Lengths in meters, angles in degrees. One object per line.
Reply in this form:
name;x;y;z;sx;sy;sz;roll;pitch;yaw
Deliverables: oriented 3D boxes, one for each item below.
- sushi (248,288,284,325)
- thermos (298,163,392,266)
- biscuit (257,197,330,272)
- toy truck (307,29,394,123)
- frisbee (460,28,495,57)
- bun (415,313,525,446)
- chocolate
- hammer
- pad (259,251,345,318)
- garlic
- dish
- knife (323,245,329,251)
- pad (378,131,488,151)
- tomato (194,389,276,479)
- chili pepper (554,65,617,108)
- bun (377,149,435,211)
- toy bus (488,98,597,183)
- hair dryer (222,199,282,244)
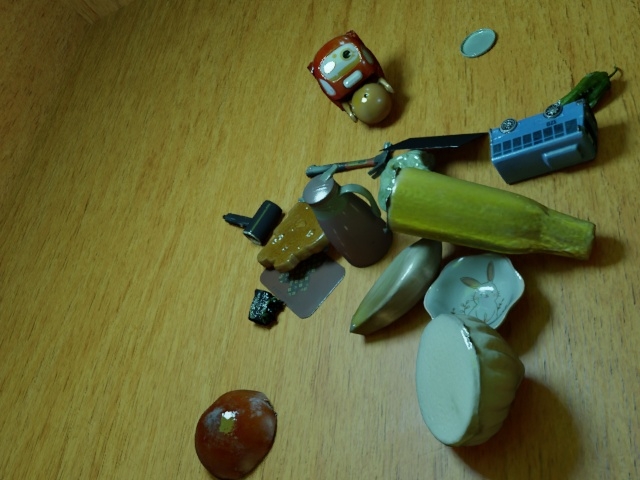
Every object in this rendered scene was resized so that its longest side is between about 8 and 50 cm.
sushi;-0.151;0.184;1.912;0.085;0.056;0.083;9;63;43
thermos;0.071;-0.063;1.782;0.176;0.265;0.146;-14;49;28
biscuit;-0.048;-0.036;2.002;0.284;0.043;0.306;-16;40;43
toy truck;0.104;-0.472;2.104;0.189;0.265;0.239;-38;31;9
frisbee;0.464;-0.581;2.080;0.110;0.014;0.110;-22;45;23
bun;0.313;0.272;1.387;0.263;0.175;0.263;-176;90;-72
chocolate;0.367;-0.040;1.551;0.445;0.162;0.162;15;65;17
hammer;0.078;-0.221;2.080;0.288;0.033;0.111;-4;54;37
pad;-0.055;0.096;1.948;0.181;0.004;0.267;-49;42;-5
garlic;0.185;0.111;1.664;0.318;0.112;0.143;-43;18;11
dish;0.345;0.135;1.543;0.229;0.081;0.229;-23;42;23
knife;0.000;0.000;1.977;0.027;0.010;0.096;-40;42;5
pad;0.300;-0.263;1.882;0.245;0.006;0.170;1;20;39
tomato;-0.218;0.457;1.706;0.199;0.112;0.228;6;64;39
chili pepper;0.650;-0.364;1.710;0.204;0.072;0.073;-41;39;4
bun;0.238;-0.152;1.827;0.212;0.126;0.204;22;74;45
toy bus;0.529;-0.229;1.667;0.234;0.116;0.133;-16;49;31
hair dryer;-0.228;-0.073;2.185;0.255;0.070;0.128;17;68;50
